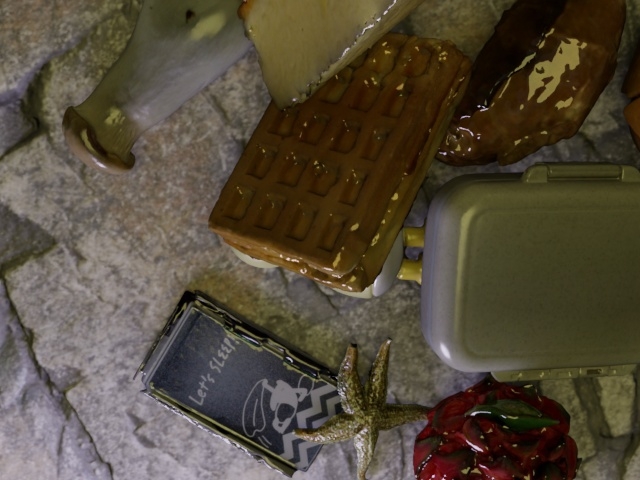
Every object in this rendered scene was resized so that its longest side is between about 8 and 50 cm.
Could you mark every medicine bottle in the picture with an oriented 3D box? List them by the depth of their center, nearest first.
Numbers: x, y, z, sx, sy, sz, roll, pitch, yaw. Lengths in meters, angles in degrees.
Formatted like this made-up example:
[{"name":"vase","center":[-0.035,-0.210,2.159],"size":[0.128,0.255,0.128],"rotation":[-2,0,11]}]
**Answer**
[{"name":"medicine bottle","center":[0.314,0.038,1.707],"size":[0.375,0.123,0.282],"rotation":[-1,105,-15]}]

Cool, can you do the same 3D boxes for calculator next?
[{"name":"calculator","center":[-0.103,0.199,1.815],"size":[0.274,0.028,0.166],"rotation":[31,100,-6]}]

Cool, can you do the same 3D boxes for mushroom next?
[{"name":"mushroom","center":[-0.202,-0.234,1.698],"size":[0.329,0.122,0.159],"rotation":[-47,62,7]}]

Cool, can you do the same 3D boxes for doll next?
[{"name":"doll","center":[0.002,-0.006,1.741],"size":[0.296,0.117,0.141],"rotation":[14,121,9]}]

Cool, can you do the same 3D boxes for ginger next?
[{"name":"ginger","center":[0.262,-0.204,1.673],"size":[0.321,0.172,0.165],"rotation":[-45,136,6]}]

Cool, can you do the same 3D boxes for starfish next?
[{"name":"starfish","center":[0.069,0.235,1.804],"size":[0.216,0.050,0.224],"rotation":[-7,115,-18]}]

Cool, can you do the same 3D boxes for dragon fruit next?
[{"name":"dragon fruit","center":[0.230,0.318,1.751],"size":[0.233,0.234,0.293],"rotation":[-6,123,1]}]

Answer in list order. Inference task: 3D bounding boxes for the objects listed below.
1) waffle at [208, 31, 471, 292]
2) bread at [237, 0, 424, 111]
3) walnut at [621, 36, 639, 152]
[{"name":"waffle","center":[0.026,-0.111,1.627],"size":[0.224,0.098,0.328],"rotation":[19,76,32]},{"name":"bread","center":[-0.005,-0.381,1.466],"size":[0.405,0.242,0.346],"rotation":[-33,89,17]},{"name":"walnut","center":[0.493,-0.228,1.659],"size":[0.209,0.209,0.336],"rotation":[22,81,-5]}]
